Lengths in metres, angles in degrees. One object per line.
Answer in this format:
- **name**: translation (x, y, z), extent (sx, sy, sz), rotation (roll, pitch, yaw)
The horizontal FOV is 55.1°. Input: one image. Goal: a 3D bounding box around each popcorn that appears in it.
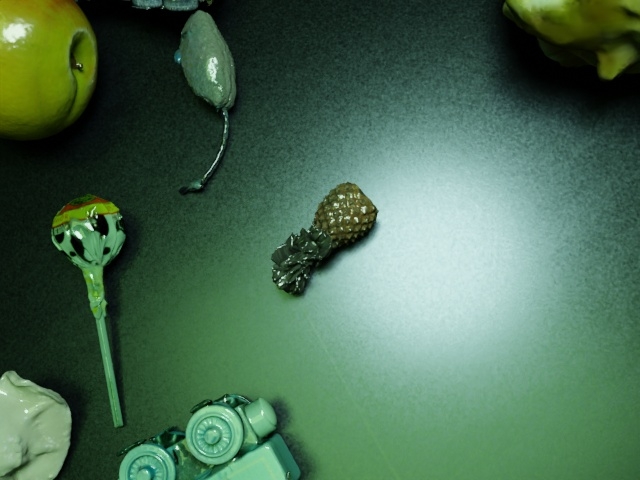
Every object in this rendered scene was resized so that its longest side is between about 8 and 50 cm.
- **popcorn**: translation (0.370, -0.319, 0.694), extent (0.336, 0.279, 0.274), rotation (12, 59, 24)

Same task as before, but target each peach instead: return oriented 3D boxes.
- **peach**: translation (-0.417, -0.248, 0.825), extent (0.231, 0.231, 0.230), rotation (-2, 76, 8)

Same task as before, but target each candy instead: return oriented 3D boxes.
- **candy**: translation (-0.282, 0.090, 0.802), extent (0.091, 0.083, 0.305), rotation (-12, 83, -12)

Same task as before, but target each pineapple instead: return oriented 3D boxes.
- **pineapple**: translation (0.000, 0.000, 0.769), extent (0.159, 0.074, 0.074), rotation (-45, 74, -3)

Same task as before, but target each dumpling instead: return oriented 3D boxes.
- **dumpling**: translation (-0.387, 0.256, 0.766), extent (0.134, 0.100, 0.169), rotation (39, 73, -15)

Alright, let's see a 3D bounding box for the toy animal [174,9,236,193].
- **toy animal**: translation (-0.154, -0.192, 0.852), extent (0.079, 0.070, 0.252), rotation (-5, 87, 43)

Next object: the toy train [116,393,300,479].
- **toy train**: translation (-0.127, 0.277, 0.706), extent (0.203, 0.112, 0.163), rotation (-31, 80, 1)

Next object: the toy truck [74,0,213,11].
- **toy truck**: translation (-0.255, -0.411, 0.871), extent (0.272, 0.124, 0.157), rotation (12, 36, 16)
